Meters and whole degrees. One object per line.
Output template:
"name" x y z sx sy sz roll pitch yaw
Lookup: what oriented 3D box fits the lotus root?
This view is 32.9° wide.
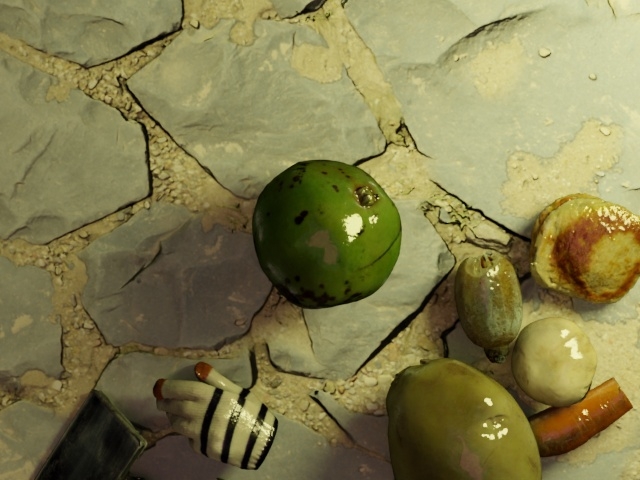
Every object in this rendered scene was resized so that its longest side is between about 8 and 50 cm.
"lotus root" 0.289 0.117 1.844 0.113 0.088 0.192 -10 98 -2

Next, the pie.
"pie" 0.450 0.016 1.819 0.205 0.084 0.179 19 100 -3

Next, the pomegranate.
"pomegranate" 0.000 0.000 1.774 0.254 0.254 0.270 45 121 -4

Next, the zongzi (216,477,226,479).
"zongzi" -0.150 0.492 1.952 0.113 0.052 0.104 21 106 13

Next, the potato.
"potato" 0.238 0.355 1.811 0.243 0.221 0.326 -4 101 48

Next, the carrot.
"carrot" 0.443 0.311 1.868 0.193 0.087 0.087 -24 97 4

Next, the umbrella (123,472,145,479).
"umbrella" -0.279 0.526 1.919 0.154 0.128 0.337 -27 93 30

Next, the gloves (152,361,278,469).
"gloves" -0.190 0.306 1.884 0.218 0.131 0.140 26 97 -10

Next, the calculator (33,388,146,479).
"calculator" -0.423 0.412 1.927 0.161 0.021 0.262 41 102 30

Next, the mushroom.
"mushroom" 0.399 0.205 1.841 0.154 0.122 0.154 4 95 41
